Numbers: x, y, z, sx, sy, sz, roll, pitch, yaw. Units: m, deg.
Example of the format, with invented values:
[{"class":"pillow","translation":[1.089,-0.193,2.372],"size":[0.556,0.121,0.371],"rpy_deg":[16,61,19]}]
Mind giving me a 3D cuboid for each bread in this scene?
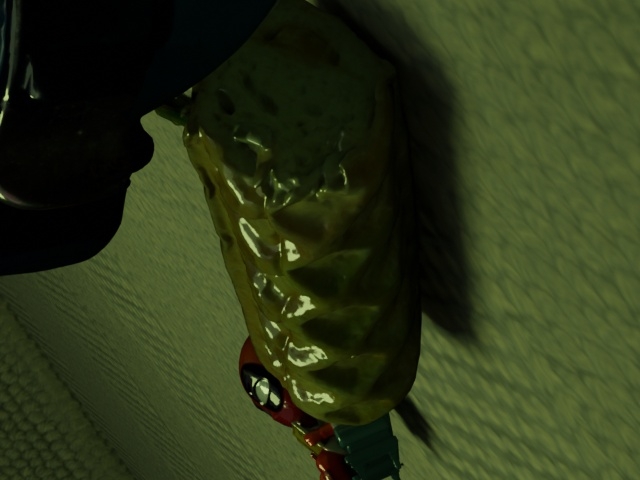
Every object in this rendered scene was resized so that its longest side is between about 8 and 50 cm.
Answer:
[{"class":"bread","translation":[0.001,0.001,0.836],"size":[0.098,0.087,0.269],"rpy_deg":[46,165,26]}]

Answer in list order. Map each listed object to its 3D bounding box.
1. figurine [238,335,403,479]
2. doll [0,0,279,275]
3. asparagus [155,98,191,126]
[{"class":"figurine","translation":[0.000,0.098,1.138],"size":[0.140,0.075,0.068],"rpy_deg":[58,172,27]},{"class":"doll","translation":[-0.115,-0.135,0.544],"size":[0.310,0.240,0.284],"rpy_deg":[14,111,62]},{"class":"asparagus","translation":[-0.066,-0.064,1.058],"size":[0.015,0.018,0.127],"rpy_deg":[20,-174,-31]}]
